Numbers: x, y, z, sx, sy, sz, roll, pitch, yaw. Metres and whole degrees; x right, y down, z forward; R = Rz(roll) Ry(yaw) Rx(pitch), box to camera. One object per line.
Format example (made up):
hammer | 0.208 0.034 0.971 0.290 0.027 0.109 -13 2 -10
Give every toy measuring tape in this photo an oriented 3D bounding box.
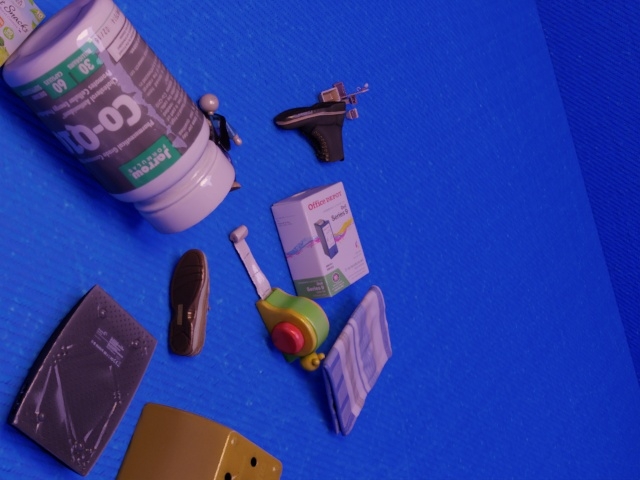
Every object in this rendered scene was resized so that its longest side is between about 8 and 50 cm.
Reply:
toy measuring tape | -0.065 0.115 1.746 0.121 0.121 0.330 -44 117 -47

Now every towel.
towel | 0.084 0.254 1.922 0.285 0.034 0.209 -53 140 -47

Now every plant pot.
plant pot | -0.190 0.402 1.464 0.212 0.187 0.212 44 50 -37

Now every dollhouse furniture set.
dollhouse furniture set | 0.061 -0.315 2.023 0.114 0.081 0.090 -30 106 -51

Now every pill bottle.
pill bottle | -0.307 -0.192 1.423 0.361 0.204 0.204 51 46 -32

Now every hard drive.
hard drive | -0.367 0.214 1.384 0.172 0.054 0.254 50 47 -33

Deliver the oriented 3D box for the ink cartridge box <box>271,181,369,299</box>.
ink cartridge box | 0.000 0.000 1.872 0.154 0.093 0.212 -28 103 -51

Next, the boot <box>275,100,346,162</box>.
boot | -0.011 -0.221 1.930 0.198 0.077 0.136 -18 111 -42

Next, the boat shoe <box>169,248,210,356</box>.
boat shoe | -0.225 0.111 1.590 0.072 0.068 0.189 22 75 -62

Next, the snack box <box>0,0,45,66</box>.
snack box | -0.493 -0.332 1.348 0.100 0.037 0.141 53 45 -33

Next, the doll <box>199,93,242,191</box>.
doll | -0.197 -0.185 1.692 0.129 0.046 0.188 -6 81 -43
